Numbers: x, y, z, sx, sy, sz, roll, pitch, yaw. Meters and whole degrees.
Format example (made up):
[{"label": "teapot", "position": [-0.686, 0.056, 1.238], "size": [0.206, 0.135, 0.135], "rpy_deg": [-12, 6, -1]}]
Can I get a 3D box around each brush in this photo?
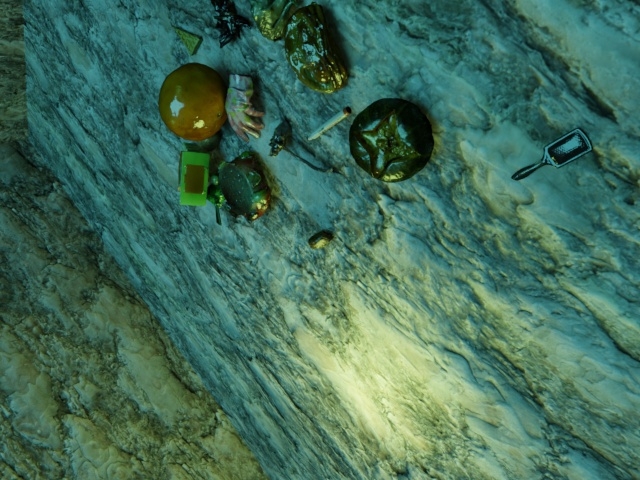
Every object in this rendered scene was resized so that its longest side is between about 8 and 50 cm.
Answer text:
[{"label": "brush", "position": [0.542, -0.192, 1.105], "size": [0.193, 0.016, 0.063], "rpy_deg": [-35, 84, 47]}]

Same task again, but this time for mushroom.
[{"label": "mushroom", "position": [-0.556, -0.494, 1.961], "size": [0.351, 0.095, 0.123], "rpy_deg": [40, 151, 25]}]

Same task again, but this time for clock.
[{"label": "clock", "position": [-0.547, -0.291, 1.979], "size": [0.255, 0.106, 0.220], "rpy_deg": [-132, 48, -62]}]

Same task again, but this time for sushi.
[{"label": "sushi", "position": [-0.001, 0.003, 1.700], "size": [0.060, 0.062, 0.118], "rpy_deg": [41, 147, -27]}]

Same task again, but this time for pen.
[{"label": "pen", "position": [0.021, -0.373, 1.510], "size": [0.218, 0.026, 0.026], "rpy_deg": [-24, 93, 47]}]

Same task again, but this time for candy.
[{"label": "candy", "position": [-0.424, -0.141, 1.915], "size": [0.323, 0.096, 0.097], "rpy_deg": [-114, 26, -54]}]

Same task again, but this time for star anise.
[{"label": "star anise", "position": [-0.328, -0.762, 1.630], "size": [0.212, 0.053, 0.157], "rpy_deg": [52, 136, 8]}, {"label": "star anise", "position": [-0.069, -0.320, 1.633], "size": [0.227, 0.218, 0.148], "rpy_deg": [24, 100, -16]}]

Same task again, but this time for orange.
[{"label": "orange", "position": [-0.461, -0.511, 1.722], "size": [0.226, 0.284, 0.284], "rpy_deg": [30, 130, 13]}]

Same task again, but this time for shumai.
[{"label": "shumai", "position": [-0.132, -0.723, 1.436], "size": [0.141, 0.184, 0.184], "rpy_deg": [-13, 102, 16]}]

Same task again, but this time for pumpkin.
[{"label": "pumpkin", "position": [0.198, -0.280, 1.291], "size": [0.237, 0.159, 0.238], "rpy_deg": [8, 116, 17]}]

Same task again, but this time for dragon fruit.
[{"label": "dragon fruit", "position": [-0.300, -0.208, 1.827], "size": [0.295, 0.130, 0.269], "rpy_deg": [34, 130, 27]}]

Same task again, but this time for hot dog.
[{"label": "hot dog", "position": [-0.020, -0.565, 1.388], "size": [0.175, 0.114, 0.259], "rpy_deg": [-19, 96, 48]}]

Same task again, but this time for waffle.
[{"label": "waffle", "position": [-0.522, -0.812, 1.815], "size": [0.153, 0.023, 0.097], "rpy_deg": [57, 136, 7]}]

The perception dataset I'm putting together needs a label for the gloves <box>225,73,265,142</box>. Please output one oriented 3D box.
[{"label": "gloves", "position": [-0.287, -0.478, 1.691], "size": [0.145, 0.126, 0.242], "rpy_deg": [16, 113, 32]}]
